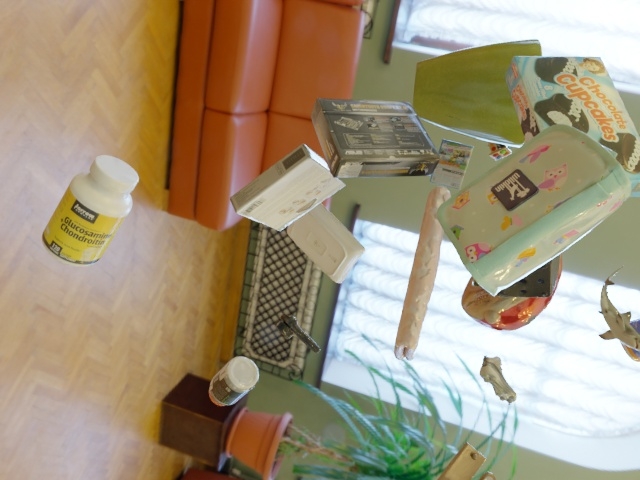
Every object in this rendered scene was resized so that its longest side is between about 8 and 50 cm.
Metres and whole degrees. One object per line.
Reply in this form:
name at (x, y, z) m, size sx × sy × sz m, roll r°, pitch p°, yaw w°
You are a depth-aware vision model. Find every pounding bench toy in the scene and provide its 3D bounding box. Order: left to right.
pounding bench toy at (0.538, -0.282, 1.449) m, size 0.052 × 0.083 × 0.065 m, roll 14°, pitch 59°, yaw -48°

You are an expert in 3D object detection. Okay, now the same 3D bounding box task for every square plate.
square plate at (0.000, 0.000, 2.012) m, size 0.049 × 0.344 × 0.347 m, roll -38°, pitch 168°, yaw -29°

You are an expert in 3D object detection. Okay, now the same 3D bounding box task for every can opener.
can opener at (-0.073, 0.324, 1.704) m, size 0.073 × 0.186 × 0.059 m, roll -49°, pitch -166°, yaw -5°

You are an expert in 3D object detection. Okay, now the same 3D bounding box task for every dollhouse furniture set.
dollhouse furniture set at (0.338, 0.524, 0.987) m, size 0.123 × 0.144 × 0.151 m, roll -50°, pitch -176°, yaw -6°

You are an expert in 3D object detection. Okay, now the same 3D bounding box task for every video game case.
video game case at (0.495, -0.288, 1.868) m, size 0.015 × 0.119 × 0.167 m, roll -65°, pitch 169°, yaw -73°

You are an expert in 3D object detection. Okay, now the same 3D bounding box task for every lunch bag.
lunch bag at (0.293, -0.043, 0.701) m, size 0.223 × 0.160 × 0.262 m, roll -37°, pitch 177°, yaw 18°

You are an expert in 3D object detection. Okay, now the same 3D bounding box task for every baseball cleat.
baseball cleat at (0.592, 0.449, 1.617) m, size 0.206 × 0.072 × 0.110 m, roll 48°, pitch 49°, yaw -31°

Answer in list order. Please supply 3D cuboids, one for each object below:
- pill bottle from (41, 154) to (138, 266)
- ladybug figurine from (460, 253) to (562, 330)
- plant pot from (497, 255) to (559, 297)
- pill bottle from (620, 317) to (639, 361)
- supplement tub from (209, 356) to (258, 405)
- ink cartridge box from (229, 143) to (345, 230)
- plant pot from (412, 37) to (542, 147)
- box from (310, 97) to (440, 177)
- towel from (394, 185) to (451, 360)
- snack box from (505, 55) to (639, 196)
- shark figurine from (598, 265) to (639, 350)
pill bottle at (-0.388, -0.051, 0.840) m, size 0.184 × 0.103 × 0.103 m, roll -50°, pitch 177°, yaw 21°
ladybug figurine at (0.602, 0.136, 1.521) m, size 0.449 × 0.162 × 0.305 m, roll -39°, pitch -174°, yaw -41°
plant pot at (0.513, 0.043, 1.257) m, size 0.167 × 0.187 × 0.188 m, roll -68°, pitch 147°, yaw -43°
pill bottle at (1.233, 0.331, 1.752) m, size 0.272 × 0.152 × 0.152 m, roll -36°, pitch -157°, yaw 47°
supplement tub at (-0.295, 0.475, 1.641) m, size 0.190 × 0.117 × 0.117 m, roll -47°, pitch -170°, yaw 40°
ink cartridge box at (-0.090, -0.147, 1.464) m, size 0.239 × 0.275 × 0.060 m, roll 24°, pitch 36°, yaw -61°
plant pot at (0.397, -0.396, 1.311) m, size 0.275 × 0.293 × 0.275 m, roll 6°, pitch 90°, yaw -81°
box at (0.113, -0.217, 1.037) m, size 0.056 × 0.230 × 0.183 m, roll 113°, pitch -34°, yaw -49°
towel at (0.220, 0.092, 1.082) m, size 0.317 × 0.053 × 0.332 m, roll 68°, pitch 35°, yaw -69°
snack box at (0.490, -0.228, 0.951) m, size 0.060 × 0.186 × 0.322 m, roll 94°, pitch -6°, yaw -59°
shark figurine at (1.018, 0.236, 1.680) m, size 0.166 × 0.116 × 0.279 m, roll 137°, pitch -65°, yaw -72°
